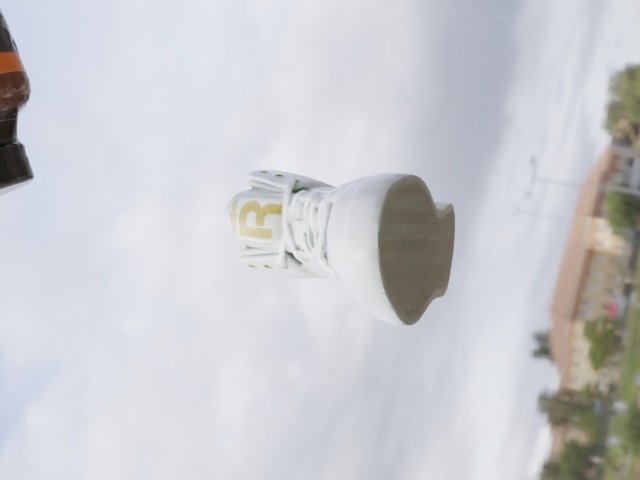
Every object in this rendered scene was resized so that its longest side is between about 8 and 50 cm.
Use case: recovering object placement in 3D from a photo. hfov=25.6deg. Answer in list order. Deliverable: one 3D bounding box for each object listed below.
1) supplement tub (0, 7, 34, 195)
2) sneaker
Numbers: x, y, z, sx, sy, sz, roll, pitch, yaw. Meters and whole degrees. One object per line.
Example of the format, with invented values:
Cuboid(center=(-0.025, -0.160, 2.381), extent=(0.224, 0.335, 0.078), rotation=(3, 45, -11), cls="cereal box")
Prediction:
Cuboid(center=(-0.222, -0.111, 0.751), extent=(0.198, 0.106, 0.106), rotation=(69, -161, -4), cls="supplement tub")
Cuboid(center=(0.000, 0.000, 1.043), extent=(0.292, 0.169, 0.108), rotation=(17, -100, -78), cls="sneaker")
